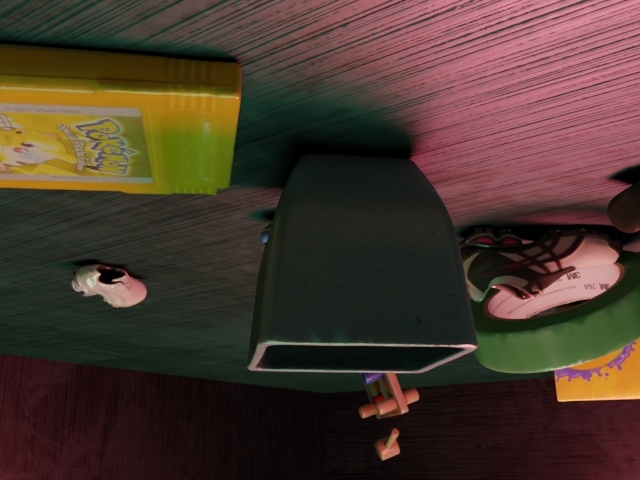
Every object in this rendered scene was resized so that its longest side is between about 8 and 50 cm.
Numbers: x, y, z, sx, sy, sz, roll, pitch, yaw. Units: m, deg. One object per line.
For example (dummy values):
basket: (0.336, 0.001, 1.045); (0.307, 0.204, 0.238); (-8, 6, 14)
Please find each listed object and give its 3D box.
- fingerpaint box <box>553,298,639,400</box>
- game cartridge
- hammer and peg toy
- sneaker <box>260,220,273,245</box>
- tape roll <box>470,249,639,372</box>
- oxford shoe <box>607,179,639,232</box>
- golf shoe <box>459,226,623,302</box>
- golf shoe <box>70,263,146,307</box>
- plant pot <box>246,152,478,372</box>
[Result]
fingerpaint box: (0.714, 0.205, 1.540); (0.445, 0.163, 0.371); (-7, 180, 21)
game cartridge: (-0.255, -0.117, 0.821); (0.324, 0.052, 0.285); (3, 163, -8)
hammer and peg toy: (0.183, 0.430, 2.151); (0.128, 0.361, 0.266); (-17, 167, -16)
sneaker: (0.000, 0.000, 1.149); (0.188, 0.067, 0.078); (-4, 125, 29)
tape roll: (0.403, 0.114, 1.274); (0.321, 0.077, 0.321); (-22, -171, 4)
oxford shoe: (0.466, -0.080, 0.961); (0.076, 0.076, 0.212); (-26, 174, -30)
golf shoe: (0.367, 0.044, 1.255); (0.273, 0.120, 0.105); (-1, 162, -1)
golf shoe: (-0.399, 0.087, 1.483); (0.086, 0.069, 0.176); (-19, 157, 32)
plant pot: (0.039, 0.030, 0.967); (0.248, 0.252, 0.247); (3, 162, -8)
